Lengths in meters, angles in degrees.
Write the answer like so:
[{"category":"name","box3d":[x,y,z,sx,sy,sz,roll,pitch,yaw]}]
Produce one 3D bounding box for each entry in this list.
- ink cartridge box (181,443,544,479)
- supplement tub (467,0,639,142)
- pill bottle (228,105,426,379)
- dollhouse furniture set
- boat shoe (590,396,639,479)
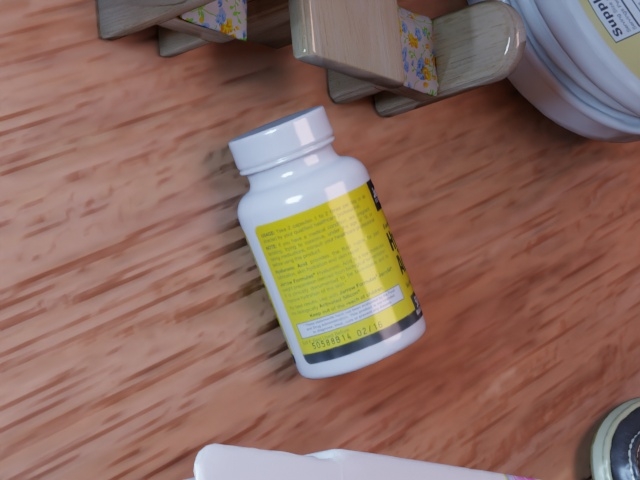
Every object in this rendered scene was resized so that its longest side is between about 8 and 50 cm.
[{"category":"ink cartridge box","box3d":[0.030,0.204,0.833,0.353,0.119,0.207,17,65,-49]},{"category":"supplement tub","box3d":[0.253,-0.193,1.054,0.241,0.331,0.241,11,70,-33]},{"category":"pill bottle","box3d":[0.000,0.000,0.914,0.065,0.065,0.116,-31,102,-52]},{"category":"dollhouse furniture set","box3d":[0.021,-0.199,0.934,0.212,0.161,0.242,12,68,-50]},{"category":"boat shoe","box3d":[0.238,0.124,1.166,0.223,0.073,0.080,0,77,-52]}]
